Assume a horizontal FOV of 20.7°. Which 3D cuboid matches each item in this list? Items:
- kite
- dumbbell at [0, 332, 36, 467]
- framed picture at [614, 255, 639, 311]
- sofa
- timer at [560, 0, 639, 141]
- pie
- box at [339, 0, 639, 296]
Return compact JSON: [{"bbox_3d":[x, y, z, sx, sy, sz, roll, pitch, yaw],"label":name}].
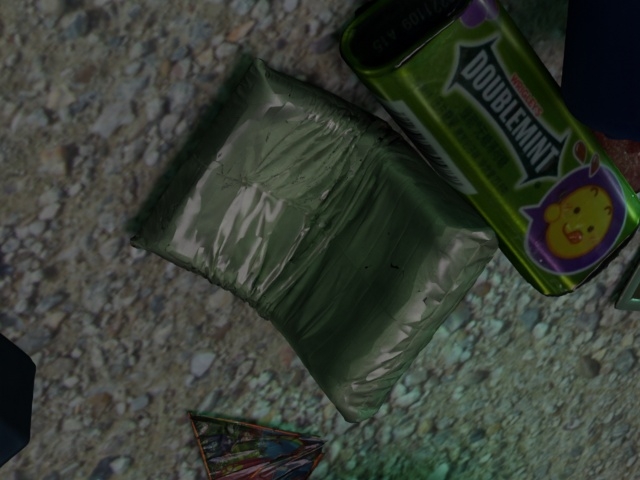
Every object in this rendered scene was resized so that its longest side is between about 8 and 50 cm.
[{"bbox_3d":[-0.076,0.230,1.725,0.183,0.014,0.241,-29,135,-8],"label":"kite"},{"bbox_3d":[-0.353,0.073,1.316,0.144,0.156,0.316,-18,140,20],"label":"dumbbell"},{"bbox_3d":[0.455,-0.006,1.890,0.274,0.017,0.217,8,119,-38],"label":"framed picture"},{"bbox_3d":[0.000,0.000,1.438,0.176,0.225,0.210,19,114,-46],"label":"sofa"},{"bbox_3d":[0.322,-0.291,1.419,0.270,0.270,0.383,-15,112,-24],"label":"timer"},{"bbox_3d":[0.296,-0.102,1.689,0.154,0.036,0.154,-18,135,-20],"label":"pie"},{"bbox_3d":[0.158,-0.094,1.535,0.134,0.097,0.345,-43,130,-1],"label":"box"}]
